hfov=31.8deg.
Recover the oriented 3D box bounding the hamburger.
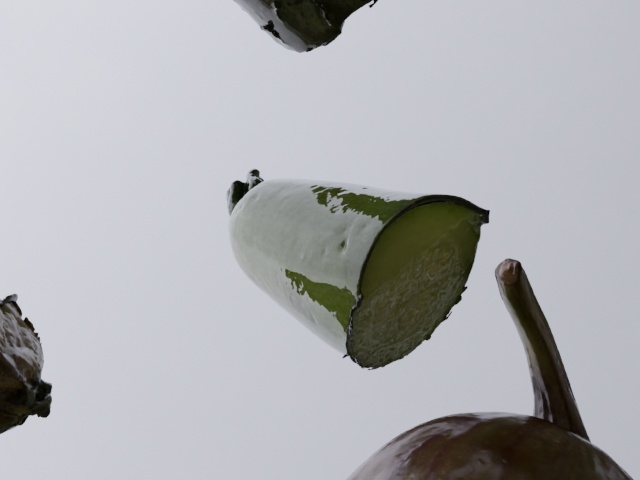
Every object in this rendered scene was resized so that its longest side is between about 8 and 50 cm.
[{"bbox_3d":[-0.266,0.112,0.894,0.087,0.176,0.102,-35,-88,3],"label":"hamburger"}]

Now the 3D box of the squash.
[{"bbox_3d":[-0.004,0.016,0.856,0.137,0.287,0.137,-6,-79,-34],"label":"squash"}]

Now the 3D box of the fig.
[{"bbox_3d":[0.096,0.142,0.540,0.175,0.175,0.207,51,-127,-25],"label":"fig"}]

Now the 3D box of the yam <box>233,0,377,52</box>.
[{"bbox_3d":[-0.071,-0.311,0.951,0.304,0.168,0.168,43,-103,-17],"label":"yam"}]
